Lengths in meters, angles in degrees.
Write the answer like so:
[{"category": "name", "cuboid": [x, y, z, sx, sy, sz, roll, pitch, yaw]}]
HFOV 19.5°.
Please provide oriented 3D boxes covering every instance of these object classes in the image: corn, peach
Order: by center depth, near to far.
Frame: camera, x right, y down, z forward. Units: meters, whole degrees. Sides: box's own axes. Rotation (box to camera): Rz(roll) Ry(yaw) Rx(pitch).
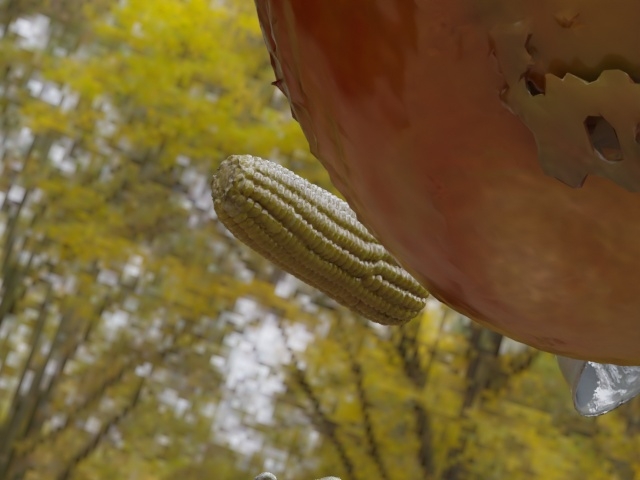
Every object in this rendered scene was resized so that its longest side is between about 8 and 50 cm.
[{"category": "peach", "cuboid": [0.140, -0.122, 0.600, 0.289, 0.373, 0.372, -9, -30, 31]}, {"category": "corn", "cuboid": [0.000, 0.000, 1.516, 0.231, 0.080, 0.080, 30, -21, -35]}]

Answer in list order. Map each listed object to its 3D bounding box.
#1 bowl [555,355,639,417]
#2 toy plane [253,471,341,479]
[{"category": "bowl", "cuboid": [0.232, 0.036, 1.410, 0.086, 0.189, 0.189, 45, -5, 27]}, {"category": "toy plane", "cuboid": [-0.057, 0.266, 1.101, 0.108, 0.286, 0.092, 32, 1, -12]}]
